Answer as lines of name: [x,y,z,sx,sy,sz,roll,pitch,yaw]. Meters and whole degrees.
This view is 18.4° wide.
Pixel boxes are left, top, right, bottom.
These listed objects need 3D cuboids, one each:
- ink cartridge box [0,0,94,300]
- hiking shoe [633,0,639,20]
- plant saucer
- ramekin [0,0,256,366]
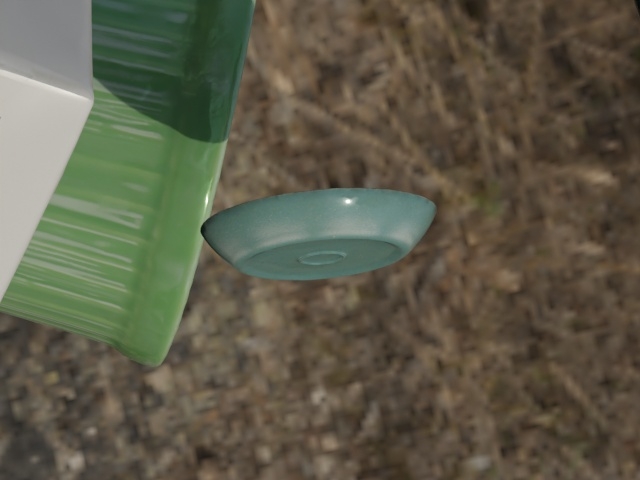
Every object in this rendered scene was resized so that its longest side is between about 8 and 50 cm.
ink cartridge box: [-0.172,-0.054,0.738,0.119,0.207,0.353,18,36,-19]
hiking shoe: [0.202,-0.122,0.929,0.132,0.113,0.304,-30,86,-50]
plant saucer: [0.000,0.000,0.989,0.119,0.119,0.021,17,64,-57]
ramekin: [-0.141,-0.082,1.257,0.303,0.148,0.303,-167,-90,-82]
